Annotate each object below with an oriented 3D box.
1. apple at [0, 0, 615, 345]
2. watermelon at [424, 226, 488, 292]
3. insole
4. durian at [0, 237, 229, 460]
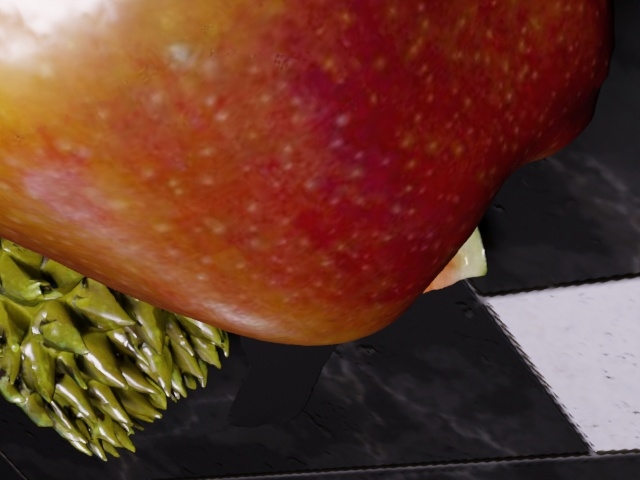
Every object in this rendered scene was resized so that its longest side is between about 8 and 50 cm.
[{"bbox_3d":[-0.056,-0.119,0.704,0.317,0.288,0.288,38,145,-27],"label":"apple"},{"bbox_3d":[0.000,0.000,0.956,0.125,0.094,0.135,39,139,-27],"label":"watermelon"},{"bbox_3d":[-0.019,0.063,1.096,0.064,0.004,0.188,-5,150,-15],"label":"insole"},{"bbox_3d":[-0.159,-0.047,1.043,0.394,0.163,0.198,54,177,-23],"label":"durian"}]
